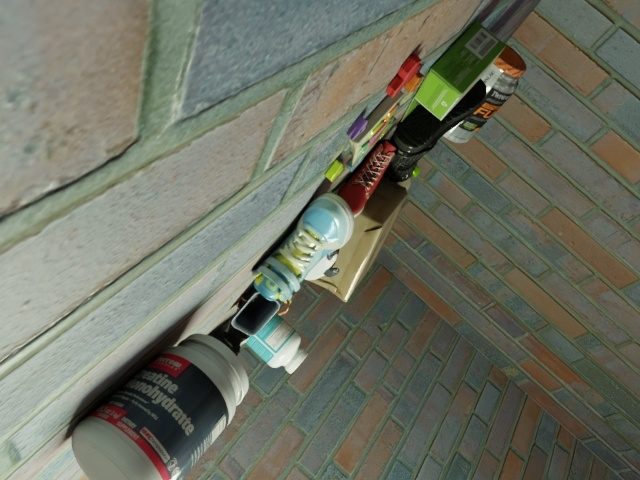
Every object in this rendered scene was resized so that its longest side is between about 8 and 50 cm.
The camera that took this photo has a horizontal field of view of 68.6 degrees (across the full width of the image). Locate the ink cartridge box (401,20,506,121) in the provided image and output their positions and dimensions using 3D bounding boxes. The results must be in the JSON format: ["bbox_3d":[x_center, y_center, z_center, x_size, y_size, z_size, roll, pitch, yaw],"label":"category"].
[{"bbox_3d":[0.328,-0.393,1.195,0.189,0.097,0.255,-47,175,-14],"label":"ink cartridge box"}]

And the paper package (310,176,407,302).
[{"bbox_3d":[0.115,-0.020,1.486,0.325,0.168,0.310,-45,159,-58],"label":"paper package"}]

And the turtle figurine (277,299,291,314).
[{"bbox_3d":[-0.099,0.108,1.474,0.217,0.087,0.270,-57,165,-33],"label":"turtle figurine"}]

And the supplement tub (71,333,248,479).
[{"bbox_3d":[-0.277,0.316,0.848,0.191,0.191,0.272,-51,175,40],"label":"supplement tub"}]

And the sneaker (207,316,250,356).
[{"bbox_3d":[-0.293,0.317,1.385,0.108,0.100,0.271,-43,177,13],"label":"sneaker"}]

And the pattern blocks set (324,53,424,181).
[{"bbox_3d":[0.112,-0.230,0.958,0.285,0.026,0.325,-49,176,12],"label":"pattern blocks set"}]

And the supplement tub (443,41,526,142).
[{"bbox_3d":[0.529,-0.504,1.600,0.193,0.193,0.316,-44,174,-43],"label":"supplement tub"}]

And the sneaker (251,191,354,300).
[{"bbox_3d":[-0.050,0.036,1.078,0.208,0.127,0.319,-47,175,-36],"label":"sneaker"}]

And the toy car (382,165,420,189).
[{"bbox_3d":[0.233,-0.245,1.694,0.155,0.149,0.188,-44,-156,-10],"label":"toy car"}]

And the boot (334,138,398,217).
[{"bbox_3d":[0.125,-0.173,1.253,0.244,0.088,0.176,-55,-179,-42],"label":"boot"}]

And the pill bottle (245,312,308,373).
[{"bbox_3d":[-0.169,0.328,1.592,0.146,0.264,0.146,-47,176,-4],"label":"pill bottle"}]

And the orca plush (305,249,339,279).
[{"bbox_3d":[0.000,0.000,1.289,0.287,0.151,0.102,88,26,-50],"label":"orca plush"}]

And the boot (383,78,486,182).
[{"bbox_3d":[0.335,-0.344,1.450,0.347,0.131,0.260,-37,167,-10],"label":"boot"}]

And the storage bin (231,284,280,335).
[{"bbox_3d":[-0.187,0.179,1.312,0.135,0.098,0.091,-50,-157,15],"label":"storage bin"}]
